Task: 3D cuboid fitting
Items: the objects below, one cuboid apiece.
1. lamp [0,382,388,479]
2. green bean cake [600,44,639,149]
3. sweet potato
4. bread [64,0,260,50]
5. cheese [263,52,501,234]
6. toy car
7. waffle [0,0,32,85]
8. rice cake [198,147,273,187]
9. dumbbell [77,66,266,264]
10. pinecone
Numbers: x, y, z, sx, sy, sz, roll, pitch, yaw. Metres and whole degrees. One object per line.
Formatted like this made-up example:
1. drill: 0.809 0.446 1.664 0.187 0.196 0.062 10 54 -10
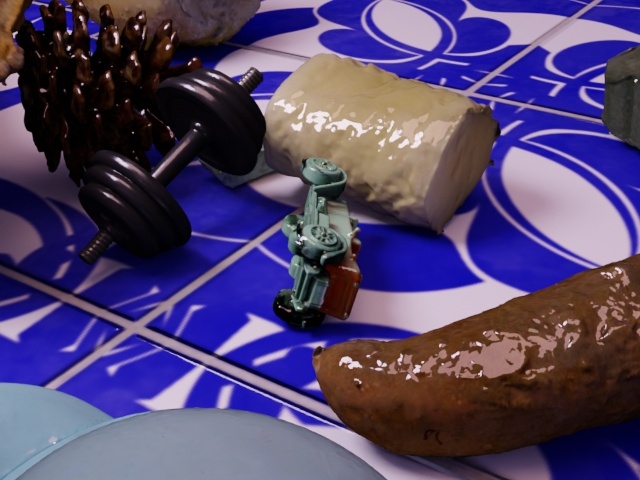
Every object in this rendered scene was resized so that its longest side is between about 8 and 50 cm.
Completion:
1. lamp: -0.065 0.147 0.344 0.284 0.147 0.209 13 36 24
2. green bean cake: 0.371 -0.126 0.833 0.185 0.094 0.183 -19 35 -26
3. sweet potato: 0.170 0.055 0.541 0.341 0.092 0.114 -13 16 -20
4. bread: -0.185 -0.312 1.104 0.246 0.176 0.195 15 23 31
5. cheese: 0.047 -0.086 0.762 0.167 0.094 0.123 24 64 28
6. toy car: 0.000 0.000 0.666 0.054 0.073 0.143 13 30 -5
7. waffle: -0.370 -0.098 0.707 0.348 0.077 0.304 -30 30 11
8. rice cake: -0.016 -0.094 0.860 0.211 0.034 0.043 -21 44 -30
9. dumbbell: -0.112 -0.061 0.718 0.099 0.099 0.208 23 63 35
10. pinecone: -0.175 -0.130 0.810 0.165 0.163 0.163 -9 30 -25
